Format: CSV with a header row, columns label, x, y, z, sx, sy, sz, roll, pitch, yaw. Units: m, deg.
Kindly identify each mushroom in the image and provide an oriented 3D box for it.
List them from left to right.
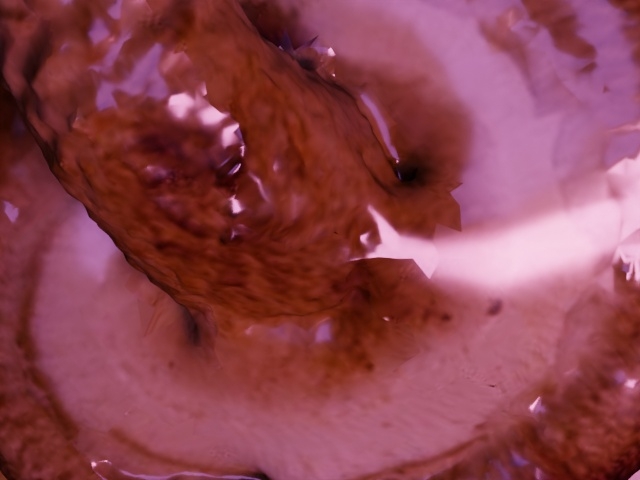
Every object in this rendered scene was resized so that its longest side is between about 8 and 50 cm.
label,x,y,z,sx,sy,sz,roll,pitch,yaw
mushroom,0.005,-0.009,0.489,0.345,0.239,0.345,14,132,16

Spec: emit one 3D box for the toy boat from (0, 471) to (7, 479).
label,x,y,z,sx,sy,sz,roll,pitch,yaw
toy boat,-0.237,0.150,0.643,0.321,0.089,0.121,-32,88,12
